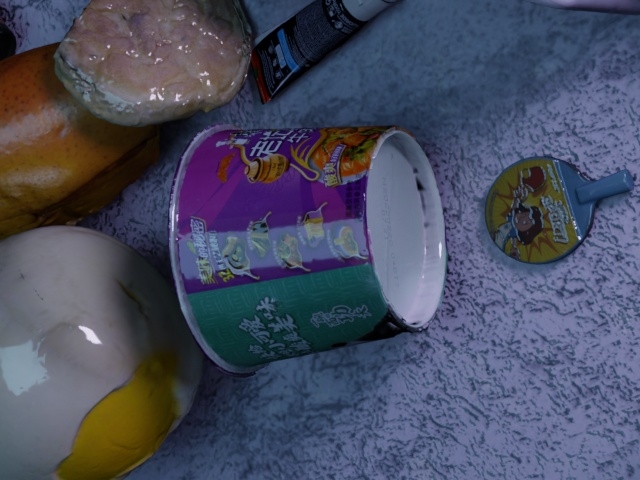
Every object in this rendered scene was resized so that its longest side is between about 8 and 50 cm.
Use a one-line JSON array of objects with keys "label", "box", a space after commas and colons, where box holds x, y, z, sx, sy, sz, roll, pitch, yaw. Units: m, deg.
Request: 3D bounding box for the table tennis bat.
[{"label": "table tennis bat", "box": [0.219, -0.033, 1.420, 0.155, 0.019, 0.100, -18, 84, 36]}]

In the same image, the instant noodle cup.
[{"label": "instant noodle cup", "box": [0.000, 0.000, 1.452, 0.190, 0.251, 0.251, -6, 91, 26]}]

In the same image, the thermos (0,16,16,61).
[{"label": "thermos", "box": [-0.479, -0.342, 1.806, 0.136, 0.109, 0.330, -46, 70, 29]}]

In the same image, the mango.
[{"label": "mango", "box": [-0.329, -0.094, 1.674, 0.350, 0.201, 0.199, -26, 110, 16]}]

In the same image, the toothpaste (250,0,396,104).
[{"label": "toothpaste", "box": [-0.006, -0.212, 1.543, 0.193, 0.045, 0.071, -32, 69, 39]}]

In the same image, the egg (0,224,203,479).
[{"label": "egg", "box": [-0.293, 0.137, 1.629, 0.345, 0.283, 0.283, -34, 76, 34]}]

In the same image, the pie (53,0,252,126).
[{"label": "pie", "box": [-0.160, -0.201, 1.565, 0.185, 0.218, 0.052, 28, 147, 9]}]

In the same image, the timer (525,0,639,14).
[{"label": "timer", "box": [0.184, -0.308, 1.308, 0.194, 0.192, 0.195, 22, 107, 31]}]
